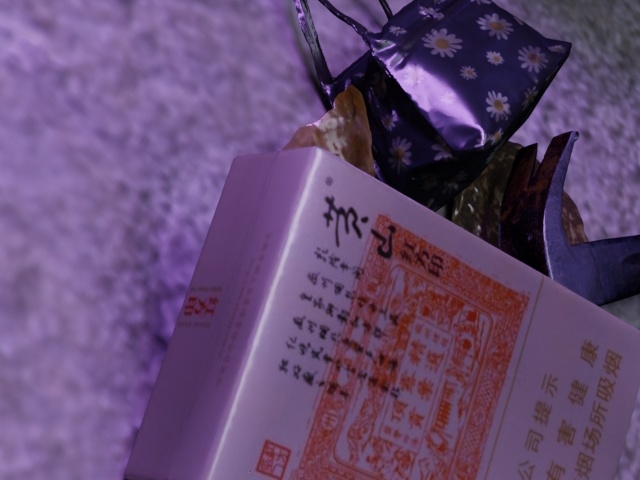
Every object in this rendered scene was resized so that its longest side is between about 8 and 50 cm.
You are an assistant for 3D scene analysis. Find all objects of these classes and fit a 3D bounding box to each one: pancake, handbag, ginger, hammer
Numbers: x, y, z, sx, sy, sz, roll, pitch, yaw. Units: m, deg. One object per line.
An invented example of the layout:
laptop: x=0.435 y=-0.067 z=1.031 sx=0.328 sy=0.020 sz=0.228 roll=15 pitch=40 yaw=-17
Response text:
pancake: x=0.104 y=0.000 z=0.809 sx=0.115 sy=0.011 sz=0.115 roll=24 pitch=53 yaw=-36
handbag: x=0.040 y=-0.094 z=0.758 sx=0.139 sy=0.072 sz=0.115 roll=45 pitch=47 yaw=-1
ginger: x=0.004 y=0.001 z=0.687 sx=0.057 sy=0.044 sz=0.137 roll=45 pitch=40 yaw=-64
hammer: x=0.185 y=0.004 z=0.860 sx=0.290 sy=0.037 sz=0.137 roll=-12 pitch=85 yaw=-52

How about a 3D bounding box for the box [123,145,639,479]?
box: x=0.035 y=0.065 z=0.634 sx=0.201 sy=0.058 sz=0.141 roll=29 pitch=72 yaw=-32
